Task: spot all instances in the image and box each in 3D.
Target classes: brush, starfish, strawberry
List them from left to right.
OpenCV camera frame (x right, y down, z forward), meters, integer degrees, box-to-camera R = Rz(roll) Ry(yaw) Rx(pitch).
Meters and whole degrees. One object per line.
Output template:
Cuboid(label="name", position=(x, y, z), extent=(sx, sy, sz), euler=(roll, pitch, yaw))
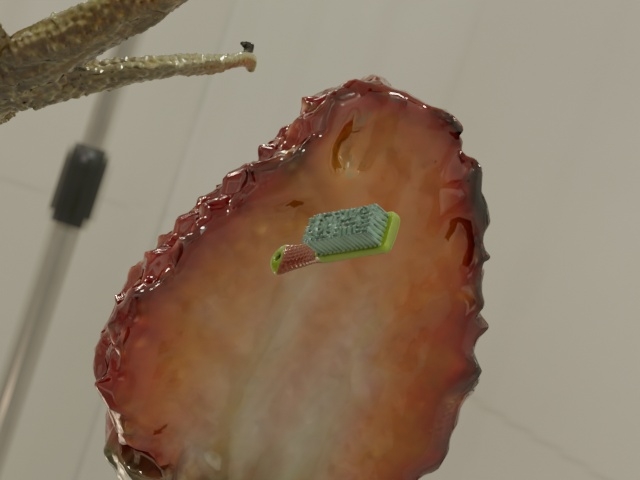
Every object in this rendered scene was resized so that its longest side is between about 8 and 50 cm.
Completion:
Cuboid(label="starfish", position=(-0.251, -0.184, 1.563), extent=(0.383, 0.132, 0.398), euler=(-9, -28, -2))
Cuboid(label="strawberry", position=(-0.018, 0.043, 1.216), extent=(0.265, 0.336, 0.149), euler=(20, 10, -22))
Cuboid(label="brush", position=(0.000, 0.000, 0.766), extent=(0.021, 0.019, 0.083), euler=(31, -27, -29))
